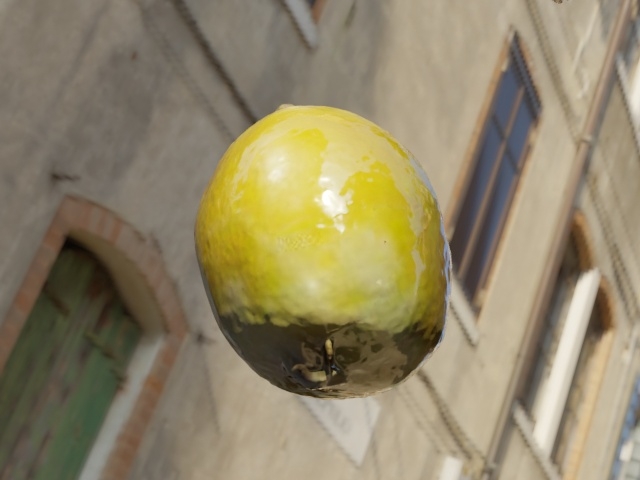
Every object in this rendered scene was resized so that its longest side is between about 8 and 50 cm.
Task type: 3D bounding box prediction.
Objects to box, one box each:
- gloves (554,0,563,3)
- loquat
[{"bbox_3d":[0.184,-0.249,1.023,0.144,0.094,0.110,-5,-35,-13],"label":"gloves"},{"bbox_3d":[0.000,0.000,0.744,0.152,0.195,0.152,-4,-42,-3],"label":"loquat"}]
